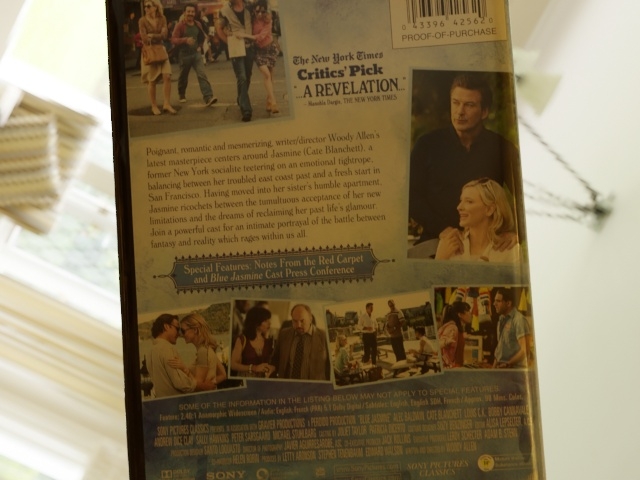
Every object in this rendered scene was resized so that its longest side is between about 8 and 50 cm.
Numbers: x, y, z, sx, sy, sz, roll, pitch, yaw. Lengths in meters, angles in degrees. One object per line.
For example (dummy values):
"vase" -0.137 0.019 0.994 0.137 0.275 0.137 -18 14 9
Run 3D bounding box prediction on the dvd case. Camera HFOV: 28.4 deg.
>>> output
"dvd case" 0.000 0.000 0.558 0.022 0.180 0.253 43 44 -84
